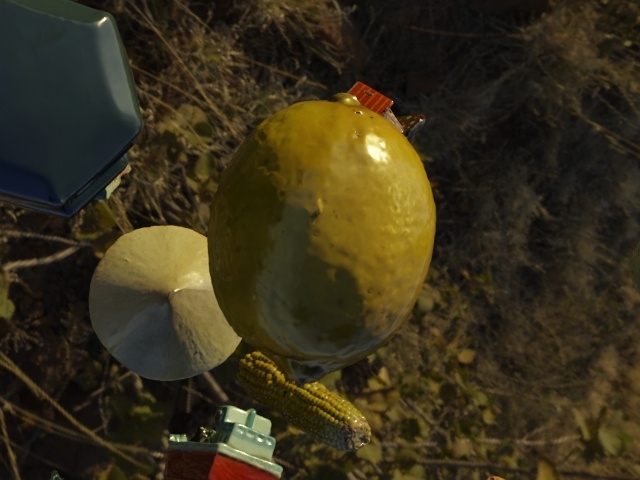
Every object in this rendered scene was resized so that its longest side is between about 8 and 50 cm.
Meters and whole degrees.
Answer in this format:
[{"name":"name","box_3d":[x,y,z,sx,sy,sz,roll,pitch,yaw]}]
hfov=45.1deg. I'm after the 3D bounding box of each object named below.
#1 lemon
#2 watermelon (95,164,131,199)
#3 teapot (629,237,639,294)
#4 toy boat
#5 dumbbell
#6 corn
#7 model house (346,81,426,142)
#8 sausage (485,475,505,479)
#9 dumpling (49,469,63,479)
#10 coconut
[{"name":"lemon","box_3d":[0.001,-0.005,0.774,0.236,0.236,0.263,23,106,-47]},{"name":"watermelon","box_3d":[-0.395,-0.120,1.366,0.158,0.098,0.121,65,46,-80]},{"name":"teapot","box_3d":[0.440,0.050,0.896,0.318,0.220,0.149,0,86,-26]},{"name":"toy boat","box_3d":[-0.169,0.344,1.262,0.145,0.332,0.133,26,66,-19]},{"name":"dumbbell","box_3d":[-0.232,-0.097,0.641,0.144,0.316,0.156,-16,95,-16]},{"name":"corn","box_3d":[-0.040,0.267,1.316,0.097,0.320,0.097,-15,114,-36]},{"name":"model house","box_3d":[0.048,-0.215,1.622,0.294,0.207,0.154,-48,117,-23]},{"name":"sausage","box_3d":[0.185,0.259,0.734,0.034,0.034,0.083,-44,106,-3]},{"name":"dumpling","box_3d":[-0.586,0.608,1.648,0.153,0.219,0.108,-32,142,34]},{"name":"coconut","box_3d":[-0.287,0.116,1.448,0.329,0.329,0.329,-22,133,-26]}]
